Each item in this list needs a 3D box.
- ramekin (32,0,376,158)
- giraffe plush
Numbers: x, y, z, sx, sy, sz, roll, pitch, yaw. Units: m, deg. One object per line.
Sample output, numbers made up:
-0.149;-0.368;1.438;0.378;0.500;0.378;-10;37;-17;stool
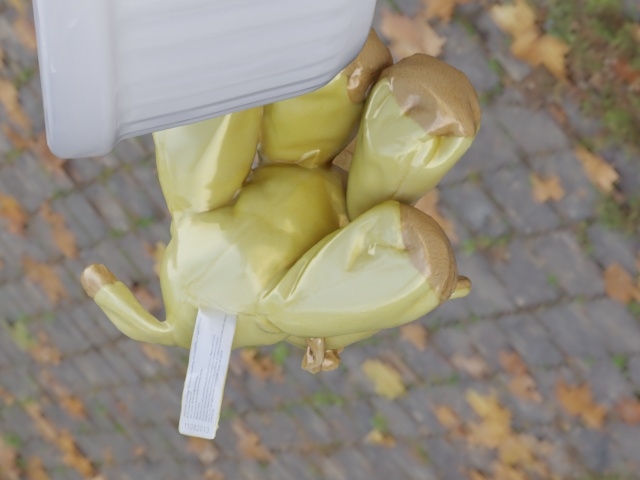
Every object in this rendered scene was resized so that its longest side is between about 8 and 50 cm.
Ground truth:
-0.057;-0.170;0.691;0.273;0.127;0.272;174;90;-82;ramekin
0.000;0.000;0.897;0.181;0.210;0.170;26;-177;20;giraffe plush
